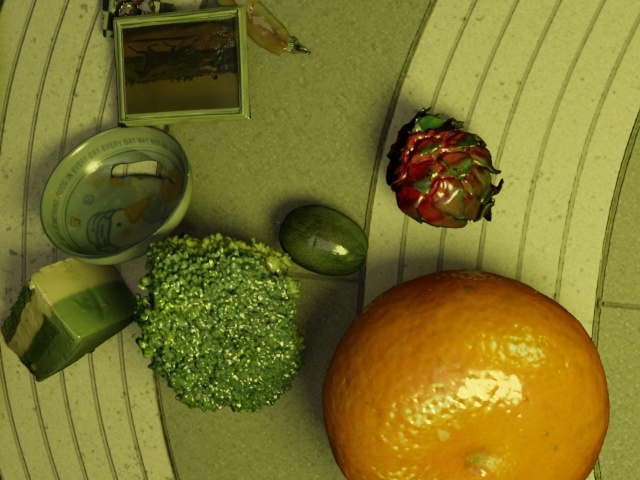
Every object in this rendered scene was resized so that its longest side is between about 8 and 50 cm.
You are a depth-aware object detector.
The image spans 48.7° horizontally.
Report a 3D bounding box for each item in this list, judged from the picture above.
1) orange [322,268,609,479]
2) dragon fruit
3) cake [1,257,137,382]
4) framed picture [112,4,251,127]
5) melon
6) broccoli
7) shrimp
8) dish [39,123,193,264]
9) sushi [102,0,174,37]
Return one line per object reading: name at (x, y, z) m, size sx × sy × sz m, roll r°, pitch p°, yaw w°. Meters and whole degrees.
orange at (0.213, 0.239, 1.088) m, size 0.424 × 0.326 × 0.424 m, roll 2°, pitch 114°, yaw 3°
dragon fruit at (0.194, -0.106, 1.133) m, size 0.182 × 0.182 × 0.188 m, roll -45°, pitch 68°, yaw 12°
cake at (-0.505, 0.161, 1.300) m, size 0.284 × 0.172 × 0.158 m, roll -35°, pitch 87°, yaw 15°
framed picture at (-0.246, -0.301, 1.231) m, size 0.252 × 0.014 × 0.197 m, roll -1°, pitch 94°, yaw 14°
melon at (0.000, 0.000, 1.208) m, size 0.167 × 0.114 × 0.114 m, roll 22°, pitch 100°, yaw 8°
broccoli at (-0.141, 0.119, 1.173) m, size 0.249 × 0.302 × 0.375 m, roll -25°, pitch 129°, yaw 18°
shrimp at (-0.107, -0.463, 1.203) m, size 0.185 × 0.068 × 0.287 m, roll 3°, pitch 99°, yaw 13°
dish at (-0.342, -0.061, 1.265) m, size 0.273 × 0.134 × 0.273 m, roll -6°, pitch 61°, yaw 10°
sushi at (-0.320, -0.462, 1.263) m, size 0.139 × 0.031 × 0.201 m, roll 4°, pitch 100°, yaw 10°
